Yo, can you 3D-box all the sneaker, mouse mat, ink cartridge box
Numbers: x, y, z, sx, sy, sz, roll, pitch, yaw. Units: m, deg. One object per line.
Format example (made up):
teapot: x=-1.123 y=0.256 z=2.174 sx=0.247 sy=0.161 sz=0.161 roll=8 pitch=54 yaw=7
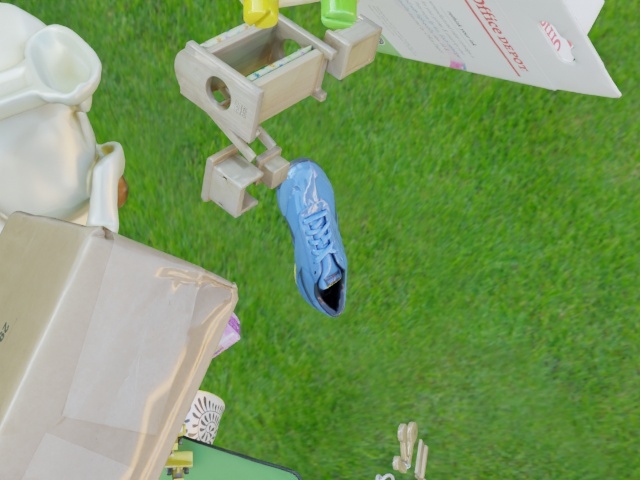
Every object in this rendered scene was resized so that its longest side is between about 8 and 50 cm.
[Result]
sneaker: x=0.000 y=0.000 z=1.187 sx=0.069 sy=0.209 sz=0.082 roll=-21 pitch=38 yaw=-15
mouse mat: x=-0.112 y=0.296 z=1.133 sx=0.189 sy=0.007 sz=0.153 roll=15 pitch=116 yaw=17
ink cartridge box: x=0.149 y=-0.272 z=1.038 sx=0.353 sy=0.207 sz=0.119 roll=22 pitch=79 yaw=40

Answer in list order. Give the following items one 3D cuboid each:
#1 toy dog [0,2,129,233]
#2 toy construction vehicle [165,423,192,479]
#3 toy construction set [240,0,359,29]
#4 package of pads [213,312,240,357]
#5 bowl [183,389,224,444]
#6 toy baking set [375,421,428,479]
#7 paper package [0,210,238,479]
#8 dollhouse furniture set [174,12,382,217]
toy dog: x=-0.448 y=-0.122 z=1.526 sx=0.284 sy=0.408 sz=0.395 roll=-29 pitch=51 yaw=-14
toy construction vehicle: x=-0.178 y=0.233 z=1.073 sx=0.085 sy=0.098 sz=0.035 roll=1 pitch=46 yaw=-13
toy construction set: x=0.099 y=-0.253 z=0.781 sx=0.327 sy=0.215 sz=0.151 roll=-11 pitch=74 yaw=-13
package of pads: x=-0.142 y=0.128 z=1.292 sx=0.083 sy=0.050 sz=0.032 roll=-37 pitch=114 yaw=13
bowl: x=-0.198 y=0.249 z=1.240 sx=0.170 sy=0.170 sz=0.080 roll=-5 pitch=62 yaw=-9
toy baking set: x=0.129 y=0.416 z=1.665 sx=0.030 sy=0.197 sz=0.256 roll=0 pitch=40 yaw=24
paper package: x=-0.267 y=0.148 z=1.000 sx=0.168 sy=0.309 sz=0.325 roll=27 pitch=81 yaw=-30
dollhouse furniture set: x=-0.049 y=-0.140 z=0.996 sx=0.101 sy=0.161 sz=0.182 roll=37 pitch=47 yaw=21
